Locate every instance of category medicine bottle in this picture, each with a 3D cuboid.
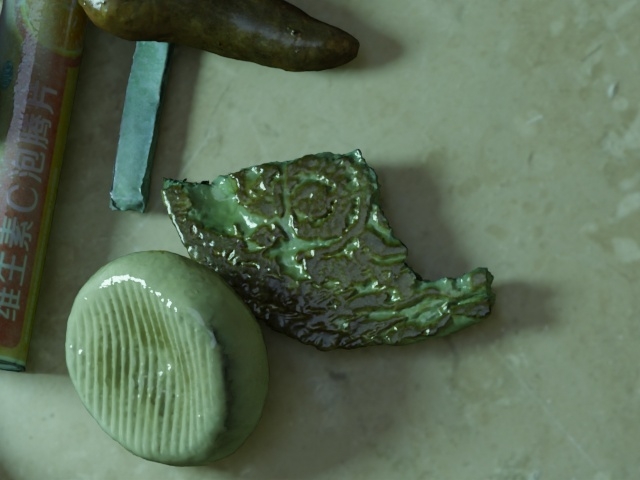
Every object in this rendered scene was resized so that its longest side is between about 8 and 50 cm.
[{"bbox_3d":[-0.309,-0.081,1.848,0.108,0.108,0.426,5,79,15],"label":"medicine bottle"}]

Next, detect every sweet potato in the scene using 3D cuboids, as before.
[{"bbox_3d":[-0.104,-0.231,1.826,0.292,0.097,0.097,12,78,-4],"label":"sweet potato"}]

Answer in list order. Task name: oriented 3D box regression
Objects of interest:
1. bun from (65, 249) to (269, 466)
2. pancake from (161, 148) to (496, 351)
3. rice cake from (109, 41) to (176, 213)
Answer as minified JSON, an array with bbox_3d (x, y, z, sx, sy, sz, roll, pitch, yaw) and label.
[{"bbox_3d":[-0.138,0.110,1.747,0.222,0.127,0.222,7,106,26],"label":"bun"},{"bbox_3d":[0.001,0.002,1.773,0.377,0.054,0.197,27,89,17],"label":"pancake"},{"bbox_3d":[-0.185,-0.129,1.861,0.043,0.034,0.210,7,77,7],"label":"rice cake"}]
